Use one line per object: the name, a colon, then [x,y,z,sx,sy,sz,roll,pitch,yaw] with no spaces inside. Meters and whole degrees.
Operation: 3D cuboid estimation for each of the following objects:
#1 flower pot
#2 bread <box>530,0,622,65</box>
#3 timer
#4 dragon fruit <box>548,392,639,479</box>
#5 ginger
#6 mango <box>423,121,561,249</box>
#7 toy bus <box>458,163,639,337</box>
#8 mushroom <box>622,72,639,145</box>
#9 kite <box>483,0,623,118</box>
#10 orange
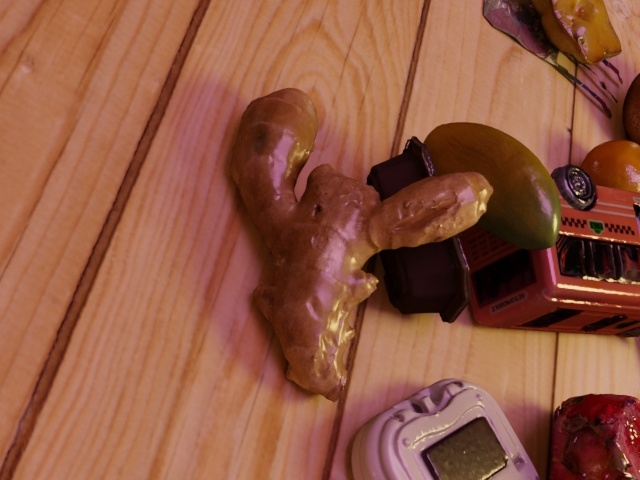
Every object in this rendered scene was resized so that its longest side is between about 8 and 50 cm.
flower pot: [0.123,-0.006,1.405,0.084,0.179,0.251,-14,71,-10]
bread: [0.481,-0.437,1.937,0.160,0.088,0.233,-24,80,-34]
timer: [0.171,0.308,1.296,0.262,0.087,0.237,-19,77,-44]
dragon fruit: [0.417,0.320,1.400,0.282,0.147,0.211,-21,97,-58]
ginger: [-0.013,-0.012,1.307,0.363,0.122,0.348,31,76,13]
mango: [0.241,-0.083,1.404,0.237,0.137,0.091,28,2,25]
toy bus: [0.429,0.032,1.576,0.426,0.203,0.233,7,66,-33]
mushroom: [0.710,-0.210,1.956,0.297,0.163,0.278,43,39,-10]
kite: [0.459,-0.394,1.963,0.360,0.022,0.204,37,49,-13]
orange: [0.538,-0.106,1.786,0.156,0.124,0.156,16,60,-30]
